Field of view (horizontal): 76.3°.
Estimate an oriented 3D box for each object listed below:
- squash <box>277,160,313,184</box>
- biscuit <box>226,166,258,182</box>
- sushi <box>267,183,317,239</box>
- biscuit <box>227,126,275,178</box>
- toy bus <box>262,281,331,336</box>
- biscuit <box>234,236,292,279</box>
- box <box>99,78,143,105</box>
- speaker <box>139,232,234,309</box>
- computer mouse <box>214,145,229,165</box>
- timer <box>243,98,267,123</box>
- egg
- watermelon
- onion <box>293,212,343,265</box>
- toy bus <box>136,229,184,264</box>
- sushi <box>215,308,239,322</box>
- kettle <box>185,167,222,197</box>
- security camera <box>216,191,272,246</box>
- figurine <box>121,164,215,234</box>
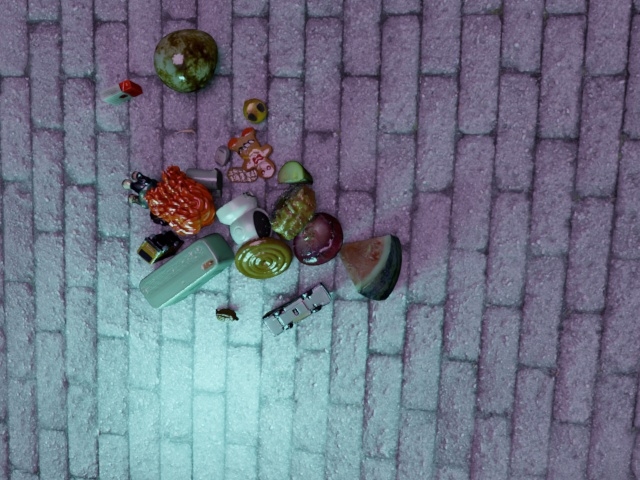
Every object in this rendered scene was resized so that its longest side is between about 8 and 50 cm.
[{"bbox_3d":[-0.124,-0.289,1.713,0.169,0.252,0.093,2,93,6],"label":"squash"},{"bbox_3d":[-0.356,-0.299,1.856,0.147,0.018,0.071,1,95,7],"label":"biscuit"},{"bbox_3d":[-0.128,-0.118,1.744,0.139,0.184,0.274,36,103,-27],"label":"sushi"},{"bbox_3d":[-0.294,-0.382,1.823,0.165,0.036,0.250,-37,86,5],"label":"biscuit"},{"bbox_3d":[-0.099,0.298,1.821,0.317,0.138,0.112,-30,96,7],"label":"toy bus"},{"bbox_3d":[-0.247,0.086,1.783,0.262,0.037,0.262,-8,137,-7],"label":"biscuit"},{"bbox_3d":[-0.900,-0.668,1.845,0.152,0.100,0.048,-18,95,8],"label":"box"},{"bbox_3d":[-0.602,0.139,1.836,0.406,0.184,0.183,-35,90,8],"label":"speaker"},{"bbox_3d":[-0.441,-0.384,1.845,0.066,0.039,0.096,34,124,11],"label":"computer mouse"},{"bbox_3d":[-0.292,-0.575,1.802,0.107,0.109,0.107,-7,116,-14],"label":"timer"},{"bbox_3d":[-0.564,-0.767,1.735,0.289,0.238,0.238,-41,89,-16],"label":"egg"},{"bbox_3d":[0.209,0.094,1.715,0.292,0.250,0.283,16,91,2],"label":"watermelon"},{"bbox_3d":[-0.006,0.000,1.759,0.248,0.248,0.161,-47,122,8],"label":"onion"},{"bbox_3d":[-0.716,0.030,1.836,0.098,0.201,0.114,41,106,1],"label":"toy bus"},{"bbox_3d":[-0.440,0.347,1.902,0.120,0.055,0.052,1,106,17],"label":"sushi"},{"bbox_3d":[-0.525,-0.262,1.840,0.148,0.098,0.127,3,90,3],"label":"kettle"},{"bbox_3d":[-0.320,-0.073,1.787,0.194,0.194,0.236,-32,91,8],"label":"security camera"},{"bbox_3d":[-0.660,-0.167,1.761,0.411,0.241,0.306,2,121,30],"label":"figurine"}]
